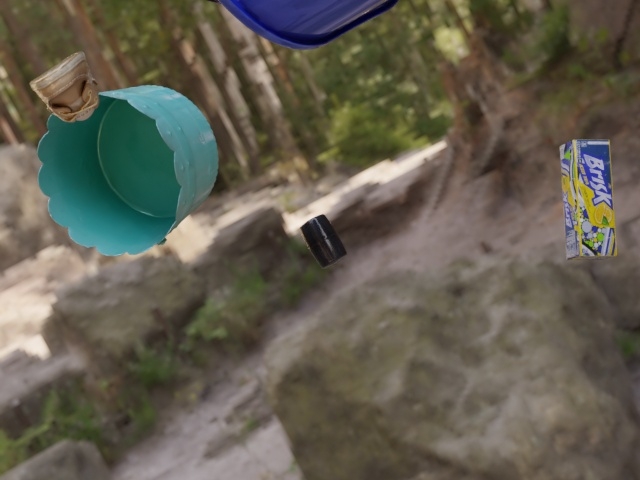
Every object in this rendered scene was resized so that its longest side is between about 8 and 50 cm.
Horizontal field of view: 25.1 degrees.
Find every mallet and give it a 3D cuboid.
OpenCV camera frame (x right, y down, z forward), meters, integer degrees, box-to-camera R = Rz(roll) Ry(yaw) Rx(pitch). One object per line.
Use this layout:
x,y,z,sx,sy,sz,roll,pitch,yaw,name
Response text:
0.000,0.000,1.802,0.039,0.062,0.189,-30,2,-2,mallet

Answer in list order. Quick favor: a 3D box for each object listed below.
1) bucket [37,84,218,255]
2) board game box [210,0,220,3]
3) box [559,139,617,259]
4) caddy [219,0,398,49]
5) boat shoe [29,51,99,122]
-0.316,-0.126,2.397,0.281,0.281,0.183,-24,5,26,bucket
-0.265,-0.453,1.855,0.346,0.208,0.056,15,-12,0,board game box
0.381,-0.058,2.048,0.059,0.169,0.054,-1,-6,-14,box
0.001,-0.302,1.228,0.179,0.241,0.341,-22,9,37,caddy
-0.247,-0.148,1.437,0.063,0.059,0.170,-32,6,0,boat shoe
